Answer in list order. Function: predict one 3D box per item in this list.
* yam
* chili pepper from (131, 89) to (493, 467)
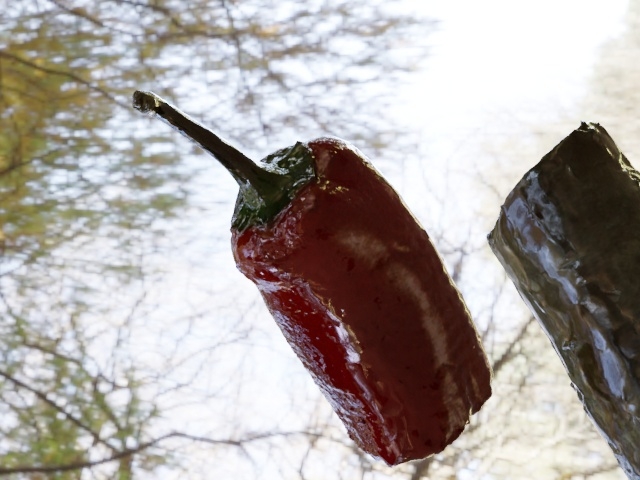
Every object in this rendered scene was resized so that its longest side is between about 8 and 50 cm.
[{"bbox_3d":[0.129,0.078,0.311,0.061,0.061,0.253,-3,-125,-53],"label":"yam"},{"bbox_3d":[0.001,-0.002,0.796,0.131,0.134,0.338,-37,-71,-10],"label":"chili pepper"}]
